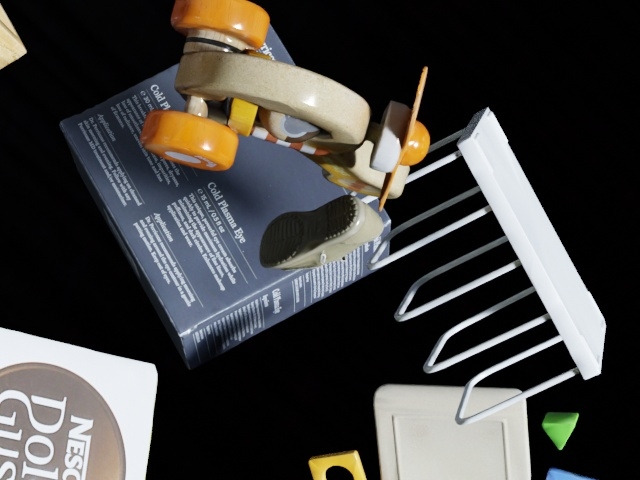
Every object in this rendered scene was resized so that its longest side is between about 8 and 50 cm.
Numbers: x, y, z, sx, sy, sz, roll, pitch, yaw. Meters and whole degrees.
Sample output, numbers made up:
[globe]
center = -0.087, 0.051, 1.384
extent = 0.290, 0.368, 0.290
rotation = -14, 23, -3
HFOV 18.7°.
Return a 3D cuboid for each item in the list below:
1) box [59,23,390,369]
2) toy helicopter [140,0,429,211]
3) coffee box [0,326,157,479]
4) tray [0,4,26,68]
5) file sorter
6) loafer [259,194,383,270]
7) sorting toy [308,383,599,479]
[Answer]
[box]
center = -0.123, -0.061, 2.576
extent = 0.312, 0.343, 0.179
rotation = -28, 163, -8
[toy helicopter]
center = 0.012, -0.098, 1.735
extent = 0.355, 0.235, 0.140
rotation = 32, 69, -65
[coffee box]
center = -0.349, 0.228, 1.332
extent = 0.338, 0.334, 0.337
rotation = -15, -116, 53
[tray]
center = -0.340, -0.252, 1.410
extent = 0.076, 0.202, 0.411
rotation = -31, 170, 0
[file sorter]
center = 0.163, 0.032, 2.070
extent = 0.173, 0.277, 0.193
rotation = -28, -173, 15
[loafer]
center = 0.000, 0.000, 1.763
extent = 0.148, 0.050, 0.056
rotation = -16, -122, 49
[sorting toy]
center = 0.158, 0.259, 2.289
extent = 0.348, 0.196, 0.047
rotation = 1, -160, 16
